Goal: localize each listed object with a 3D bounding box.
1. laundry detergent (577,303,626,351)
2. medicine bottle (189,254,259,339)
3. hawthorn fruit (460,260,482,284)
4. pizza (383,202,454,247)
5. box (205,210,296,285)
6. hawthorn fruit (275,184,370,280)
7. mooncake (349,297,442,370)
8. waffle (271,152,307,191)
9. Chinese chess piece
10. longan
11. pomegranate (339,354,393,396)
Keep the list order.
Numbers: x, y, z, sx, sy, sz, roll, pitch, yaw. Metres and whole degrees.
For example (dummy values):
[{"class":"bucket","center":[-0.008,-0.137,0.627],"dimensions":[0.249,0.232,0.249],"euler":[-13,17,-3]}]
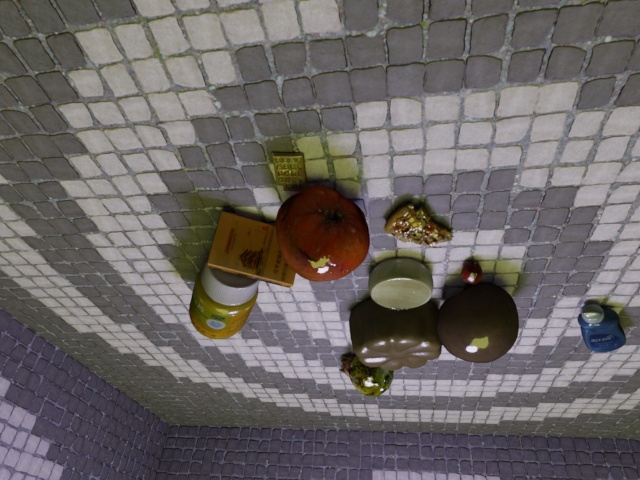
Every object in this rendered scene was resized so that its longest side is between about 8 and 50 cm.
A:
[{"class":"laundry detergent","center":[1.067,0.330,1.695],"dimensions":[0.143,0.094,0.290],"euler":[-17,137,32]},{"class":"medicine bottle","center":[-0.333,0.180,1.566],"dimensions":[0.224,0.225,0.384],"euler":[16,141,-14]},{"class":"hawthorn fruit","center":[0.512,0.110,1.500],"dimensions":[0.077,0.077,0.077],"euler":[3,142,3]},{"class":"pizza","center":[0.296,-0.026,1.355],"dimensions":[0.147,0.069,0.226],"euler":[-30,130,34]},{"class":"box","center":[-0.201,0.030,1.393],"dimensions":[0.273,0.174,0.076],"euler":[16,163,-13]},{"class":"hawthorn fruit","center":[0.000,0.000,1.290],"dimensions":[0.275,0.276,0.307],"euler":[9,157,-4]},{"class":"mooncake","center":[0.305,0.383,1.772],"dimensions":[0.377,0.201,0.379],"euler":[3,143,2]},{"class":"waffle","center":[-0.085,-0.189,1.230],"dimensions":[0.092,0.021,0.135],"euler":[1,141,3]},{"class":"Chinese chess piece","center":[0.281,0.157,1.571],"dimensions":[0.237,0.092,0.238],"euler":[3,142,2]},{"class":"longan","center":[0.557,0.291,1.571],"dimensions":[0.296,0.298,0.297],"euler":[3,142,3]},{"class":"pomegranate","center":[0.204,0.628,2.089],"dimensions":[0.276,0.204,0.222],"euler":[-15,120,20]}]
